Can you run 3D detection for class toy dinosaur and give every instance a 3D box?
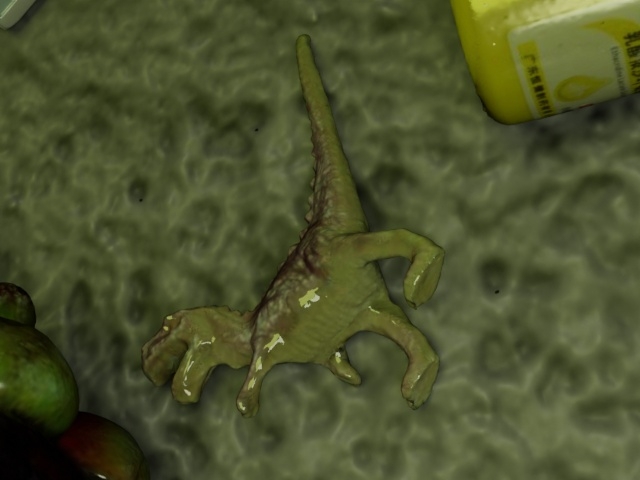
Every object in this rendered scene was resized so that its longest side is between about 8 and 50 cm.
[{"bbox_3d":[-0.003,0.000,0.593,0.199,0.072,0.251,23,92,37],"label":"toy dinosaur"}]

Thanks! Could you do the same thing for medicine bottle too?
[{"bbox_3d":[0.183,-0.145,0.533,0.212,0.122,0.122,-13,68,18],"label":"medicine bottle"}]

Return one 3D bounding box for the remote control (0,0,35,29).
[{"bbox_3d":[-0.197,-0.303,0.780,0.103,0.055,0.277,40,89,28],"label":"remote control"}]

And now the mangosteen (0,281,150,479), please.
[{"bbox_3d":[-0.251,0.171,0.527,0.300,0.300,0.301,-7,70,20],"label":"mangosteen"}]
